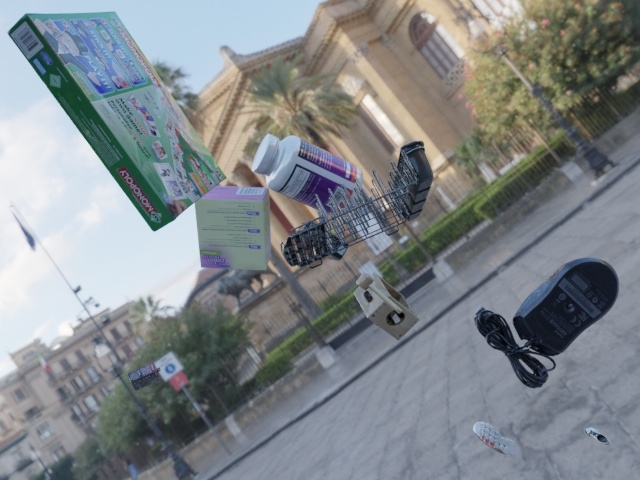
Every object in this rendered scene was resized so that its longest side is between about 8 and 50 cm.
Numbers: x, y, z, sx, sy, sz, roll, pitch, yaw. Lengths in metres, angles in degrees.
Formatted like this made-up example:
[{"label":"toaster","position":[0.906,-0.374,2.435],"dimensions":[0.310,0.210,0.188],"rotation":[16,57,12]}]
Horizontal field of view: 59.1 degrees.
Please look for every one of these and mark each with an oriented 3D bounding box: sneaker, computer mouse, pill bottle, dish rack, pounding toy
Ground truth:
[{"label":"sneaker","position":[0.529,0.621,1.748],"dimensions":[0.061,0.158,0.065],"rotation":[-57,5,-32]},{"label":"computer mouse","position":[0.452,0.137,1.107],"dimensions":[0.272,0.188,0.072],"rotation":[-42,-2,6]},{"label":"pill bottle","position":[-0.041,-0.207,1.753],"dimensions":[0.181,0.323,0.181],"rotation":[-52,25,36]},{"label":"dish rack","position":[0.056,-0.044,0.936],"dimensions":[0.272,0.074,0.208],"rotation":[-24,-18,-5]},{"label":"sneaker","position":[0.832,0.585,1.698],"dimensions":[0.032,0.083,0.037],"rotation":[-55,-48,-8]},{"label":"pounding toy","position":[0.149,0.167,1.457],"dimensions":[0.094,0.206,0.181],"rotation":[-46,28,10]}]

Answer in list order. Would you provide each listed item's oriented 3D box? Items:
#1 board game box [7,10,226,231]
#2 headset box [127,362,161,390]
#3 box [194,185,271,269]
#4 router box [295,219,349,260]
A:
[{"label":"board game box","position":[-0.281,-0.188,0.847],"dimensions":[0.046,0.317,0.213],"rotation":[-28,14,21]},{"label":"headset box","position":[-0.485,0.377,1.569],"dimensions":[0.083,0.032,0.062],"rotation":[-24,-31,-18]},{"label":"box","position":[-0.271,-0.041,1.785],"dimensions":[0.214,0.243,0.117],"rotation":[2,25,4]},{"label":"router box","position":[0.000,0.000,1.112],"dimensions":[0.038,0.092,0.122],"rotation":[-59,7,-5]}]
